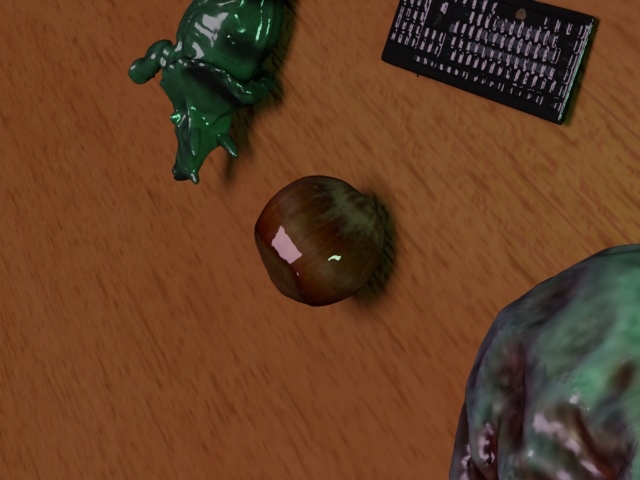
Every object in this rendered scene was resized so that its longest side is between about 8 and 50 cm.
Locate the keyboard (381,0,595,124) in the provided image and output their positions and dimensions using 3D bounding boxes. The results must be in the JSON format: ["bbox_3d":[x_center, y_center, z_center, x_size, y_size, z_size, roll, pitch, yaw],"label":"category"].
[{"bbox_3d":[0.093,-0.117,0.979,0.198,0.010,0.063,30,106,58],"label":"keyboard"}]

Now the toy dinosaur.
[{"bbox_3d":[-0.072,-0.185,1.218,0.120,0.079,0.292,9,93,54],"label":"toy dinosaur"}]

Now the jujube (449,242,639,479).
[{"bbox_3d":[0.167,0.134,0.592,0.226,0.226,0.317,-67,30,23],"label":"jujube"}]

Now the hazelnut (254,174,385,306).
[{"bbox_3d":[0.000,0.000,1.051,0.086,0.086,0.086,-23,63,56],"label":"hazelnut"}]
